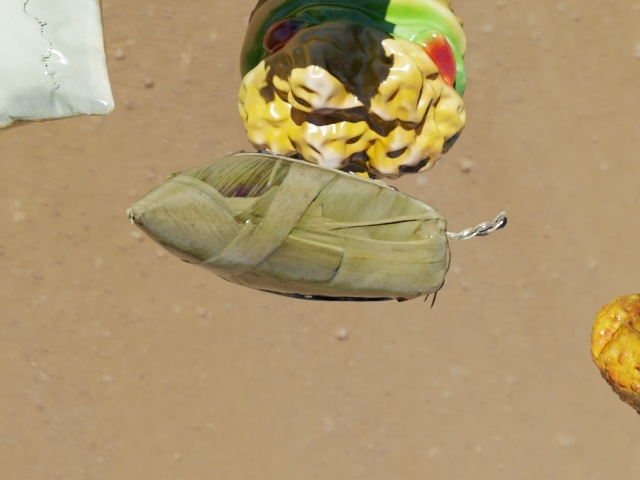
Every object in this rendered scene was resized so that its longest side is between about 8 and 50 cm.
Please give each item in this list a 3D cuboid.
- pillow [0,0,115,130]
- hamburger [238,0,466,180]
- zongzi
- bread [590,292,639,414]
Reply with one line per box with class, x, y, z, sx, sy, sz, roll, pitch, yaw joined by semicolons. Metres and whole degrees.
pillow;-0.297;-0.199;1.179;0.119;0.310;0.312;59;26;-57
hamburger;0.029;-0.133;1.378;0.237;0.237;0.148;31;47;-36
zongzi;0.000;0.000;0.829;0.178;0.189;0.081;-14;116;-77
bread;0.333;0.117;1.109;0.139;0.269;0.095;-63;174;-54
